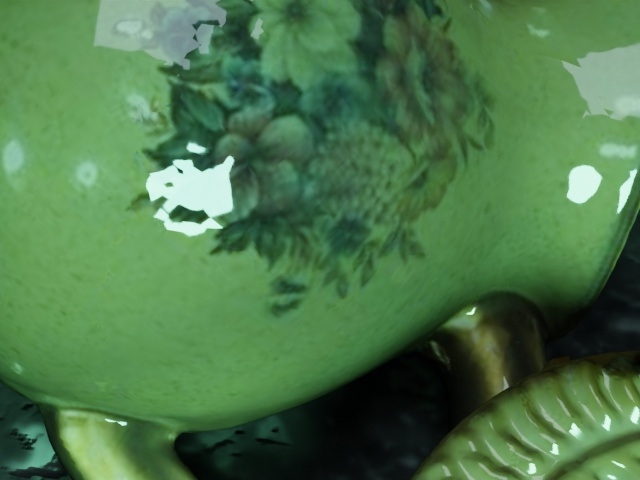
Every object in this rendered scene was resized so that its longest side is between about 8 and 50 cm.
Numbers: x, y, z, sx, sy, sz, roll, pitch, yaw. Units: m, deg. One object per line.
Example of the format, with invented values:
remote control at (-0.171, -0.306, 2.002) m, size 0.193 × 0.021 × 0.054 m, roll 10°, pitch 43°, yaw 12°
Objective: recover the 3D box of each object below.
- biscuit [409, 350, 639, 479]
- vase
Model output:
biscuit at (0.117, 0.161, 0.435) m, size 0.259 × 0.079 × 0.259 m, roll 5°, pitch 63°, yaw -10°
vase at (0.000, 0.000, 0.548) m, size 0.302 × 0.241 × 0.329 m, roll 0°, pitch 76°, yaw -17°
